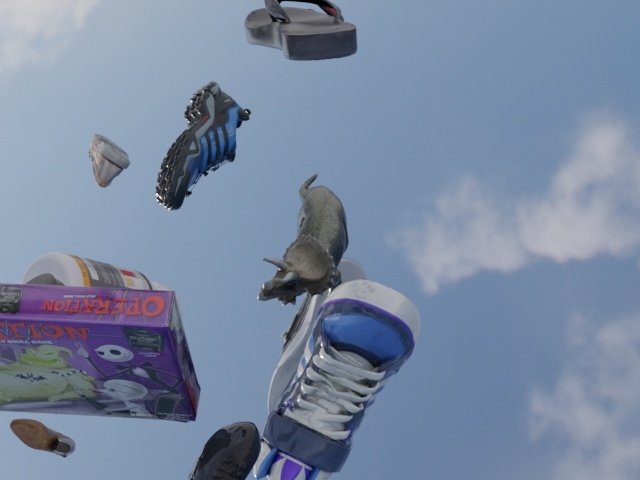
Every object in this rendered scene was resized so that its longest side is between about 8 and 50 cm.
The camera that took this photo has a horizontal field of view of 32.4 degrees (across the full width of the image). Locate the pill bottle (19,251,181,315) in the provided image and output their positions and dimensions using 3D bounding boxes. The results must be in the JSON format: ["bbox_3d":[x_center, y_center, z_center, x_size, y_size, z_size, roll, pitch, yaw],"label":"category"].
[{"bbox_3d":[-0.391,0.121,1.981,0.162,0.162,0.278,8,174,39],"label":"pill bottle"}]

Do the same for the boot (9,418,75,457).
[{"bbox_3d":[-0.454,0.319,1.792,0.042,0.118,0.087,-62,-164,-13],"label":"boot"}]

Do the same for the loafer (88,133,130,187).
[{"bbox_3d":[-0.229,-0.084,1.165,0.039,0.045,0.125,-56,-162,2],"label":"loafer"}]

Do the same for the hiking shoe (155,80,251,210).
[{"bbox_3d":[-0.234,-0.183,2.265,0.113,0.132,0.304,-20,-136,55],"label":"hiking shoe"}]

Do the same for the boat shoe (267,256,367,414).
[{"bbox_3d":[-0.014,0.171,1.879,0.113,0.306,0.105,17,179,-14],"label":"boat shoe"}]

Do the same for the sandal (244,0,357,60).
[{"bbox_3d":[-0.016,-0.229,1.136,0.097,0.054,0.254,-10,-162,-14],"label":"sandal"}]

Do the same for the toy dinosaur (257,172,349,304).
[{"bbox_3d":[0.000,0.000,1.617,0.121,0.160,0.313,18,-132,3],"label":"toy dinosaur"}]

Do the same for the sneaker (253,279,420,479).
[{"bbox_3d":[0.011,0.210,1.352,0.130,0.323,0.236,25,-120,-4],"label":"sneaker"}]

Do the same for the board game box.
[{"bbox_3d":[-0.306,0.113,1.118,0.346,0.208,0.056,2,-129,5],"label":"board game box"}]

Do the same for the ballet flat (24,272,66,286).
[{"bbox_3d":[-0.419,0.128,1.376,0.250,0.058,0.084,-33,-145,1],"label":"ballet flat"}]

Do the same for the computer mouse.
[{"bbox_3d":[-0.142,0.274,1.075,0.242,0.041,0.071,-54,-152,-10],"label":"computer mouse"}]

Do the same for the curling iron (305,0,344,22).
[{"bbox_3d":[-0.060,-0.423,1.738,0.068,0.274,0.035,-42,-170,-19],"label":"curling iron"}]
